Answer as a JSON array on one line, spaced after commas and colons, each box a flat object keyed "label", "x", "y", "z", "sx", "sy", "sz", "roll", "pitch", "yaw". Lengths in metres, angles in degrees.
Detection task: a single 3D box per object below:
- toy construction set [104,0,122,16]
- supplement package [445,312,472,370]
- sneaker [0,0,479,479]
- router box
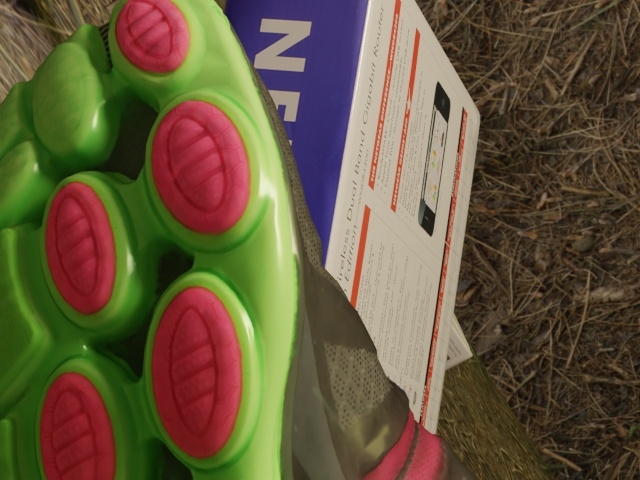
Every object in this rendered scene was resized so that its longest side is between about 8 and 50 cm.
[{"label": "toy construction set", "x": -0.099, "y": -0.062, "z": 1.082, "sx": 0.215, "sy": 0.151, "sz": 0.327, "roll": 39, "pitch": 13, "yaw": -19}, {"label": "supplement package", "x": 0.000, "y": 0.000, "z": 1.435, "sx": 0.262, "sy": 0.145, "sz": 0.204, "roll": 55, "pitch": 9, "yaw": -36}, {"label": "sneaker", "x": -0.019, "y": 0.125, "z": 0.657, "sx": 0.202, "sy": 0.185, "sz": 0.483, "roll": 5, "pitch": 65, "yaw": -67}, {"label": "router box", "x": 0.008, "y": 0.032, "z": 0.907, "sx": 0.301, "sy": 0.082, "sz": 0.335, "roll": 41, "pitch": 57, "yaw": -69}]
